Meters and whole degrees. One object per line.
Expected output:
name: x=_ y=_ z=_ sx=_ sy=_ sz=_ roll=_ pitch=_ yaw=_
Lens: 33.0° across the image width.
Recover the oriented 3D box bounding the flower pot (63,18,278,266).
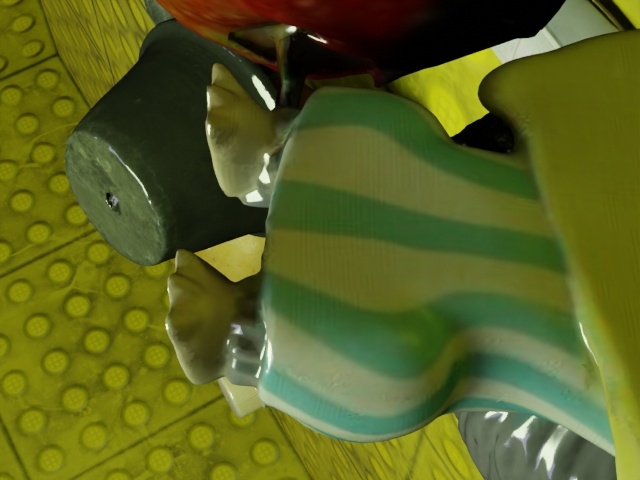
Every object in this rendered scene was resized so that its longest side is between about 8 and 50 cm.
flower pot: x=-0.142 y=-0.070 z=1.016 sx=0.235 sy=0.148 sz=0.235 roll=33 pitch=143 yaw=29

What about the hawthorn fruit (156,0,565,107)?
hawthorn fruit: x=0.025 y=-0.231 z=0.565 sx=0.316 sy=0.316 sz=0.316 roll=56 pitch=165 yaw=24

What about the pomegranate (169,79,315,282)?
pomegranate: x=-0.083 y=-0.075 z=1.273 sx=0.307 sy=0.307 sz=0.307 roll=56 pitch=165 yaw=24

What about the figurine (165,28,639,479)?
figurine: x=0.120 y=0.084 z=0.610 sx=0.378 sy=0.361 sz=0.266 roll=92 pitch=-176 yaw=-58

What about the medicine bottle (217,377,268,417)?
medicine bottle: x=-0.016 y=0.152 z=1.459 sx=0.114 sy=0.252 sz=0.114 roll=55 pitch=164 yaw=24

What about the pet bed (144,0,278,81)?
pet bed: x=-0.088 y=-0.273 z=1.062 sx=0.159 sy=0.183 sz=0.211 roll=45 pitch=159 yaw=39

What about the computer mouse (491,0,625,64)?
computer mouse: x=0.173 y=-0.110 z=0.723 sx=0.199 sy=0.044 sz=0.102 roll=58 pitch=165 yaw=20

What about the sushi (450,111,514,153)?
sushi: x=0.143 y=-0.003 z=0.866 sx=0.124 sy=0.127 sz=0.225 roll=52 pitch=161 yaw=34
